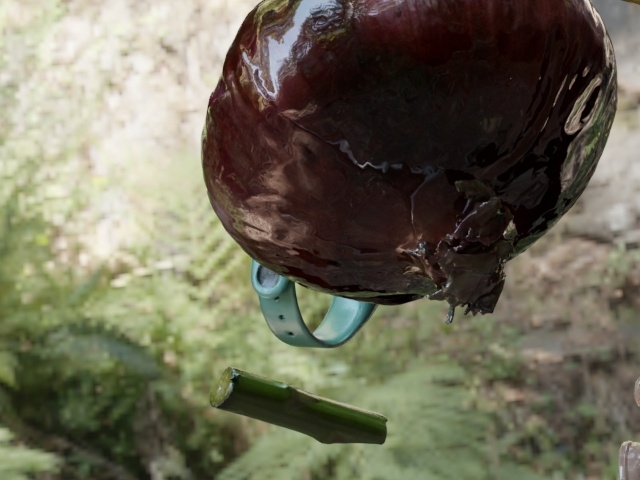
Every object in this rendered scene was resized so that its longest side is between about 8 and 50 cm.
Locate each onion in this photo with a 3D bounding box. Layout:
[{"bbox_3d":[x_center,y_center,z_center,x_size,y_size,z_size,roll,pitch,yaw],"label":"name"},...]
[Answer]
[{"bbox_3d":[0.084,-0.066,1.209,0.348,0.285,0.347,-13,-38,-10],"label":"onion"}]

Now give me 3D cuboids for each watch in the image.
[{"bbox_3d":[0.000,0.000,1.673,0.068,0.237,0.195,2,-3,36],"label":"watch"}]

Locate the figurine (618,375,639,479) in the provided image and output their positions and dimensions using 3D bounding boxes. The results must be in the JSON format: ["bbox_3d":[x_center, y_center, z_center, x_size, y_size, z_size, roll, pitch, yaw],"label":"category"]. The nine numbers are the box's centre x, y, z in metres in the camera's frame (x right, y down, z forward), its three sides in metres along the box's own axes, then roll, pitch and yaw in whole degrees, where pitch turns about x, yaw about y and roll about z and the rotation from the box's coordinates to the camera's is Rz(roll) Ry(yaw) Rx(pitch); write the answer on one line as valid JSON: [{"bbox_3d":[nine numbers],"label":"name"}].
[{"bbox_3d":[0.331,0.177,1.140,0.200,0.133,0.276,49,-11,-30],"label":"figurine"}]

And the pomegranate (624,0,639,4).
[{"bbox_3d":[0.197,-0.207,0.789,0.196,0.196,0.196,-6,-9,-1],"label":"pomegranate"}]

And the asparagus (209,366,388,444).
[{"bbox_3d":[-0.017,0.158,1.408,0.178,0.045,0.041,20,9,-28],"label":"asparagus"}]
